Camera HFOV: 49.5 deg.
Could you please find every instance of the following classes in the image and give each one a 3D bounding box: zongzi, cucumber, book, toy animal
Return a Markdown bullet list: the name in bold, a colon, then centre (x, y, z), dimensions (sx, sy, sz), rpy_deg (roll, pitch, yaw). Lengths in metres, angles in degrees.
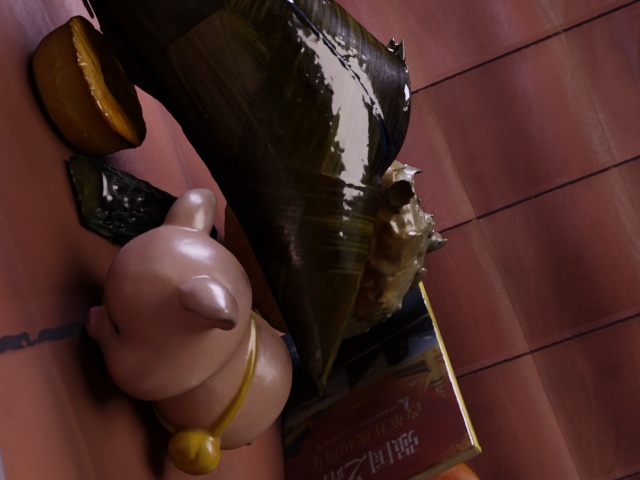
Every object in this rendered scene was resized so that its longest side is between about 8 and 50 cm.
- **zongzi**: centre (-0.090, -0.111, 0.697), dimensions (0.403, 0.208, 0.432), rpy_deg (34, 51, -30)
- **cucumber**: centre (-0.175, -0.028, 0.728), dimensions (0.211, 0.062, 0.077), rpy_deg (49, 22, -68)
- **book**: centre (0.057, 0.201, 0.970), dimensions (0.028, 0.263, 0.373), rpy_deg (49, 17, -30)
- **toy animal**: centre (-0.106, 0.098, 0.613), dimensions (0.165, 0.149, 0.248), rpy_deg (53, -17, 44)

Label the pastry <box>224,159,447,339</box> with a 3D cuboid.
- **pastry**: centre (0.000, 0.000, 1.000), dimensions (0.136, 0.330, 0.329), rpy_deg (-1, 70, -65)

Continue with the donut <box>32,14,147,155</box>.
- **donut**: centre (-0.230, -0.150, 0.695), dimensions (0.152, 0.058, 0.151), rpy_deg (-21, 90, -83)

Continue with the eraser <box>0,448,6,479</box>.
- **eraser**: centre (-0.202, 0.063, 0.310), dimensions (0.243, 0.059, 0.204), rpy_deg (63, 9, -9)

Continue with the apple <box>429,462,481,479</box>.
- **apple**: centre (0.195, 0.501, 1.265), dimensions (0.253, 0.254, 0.253), rpy_deg (-21, 90, -82)
